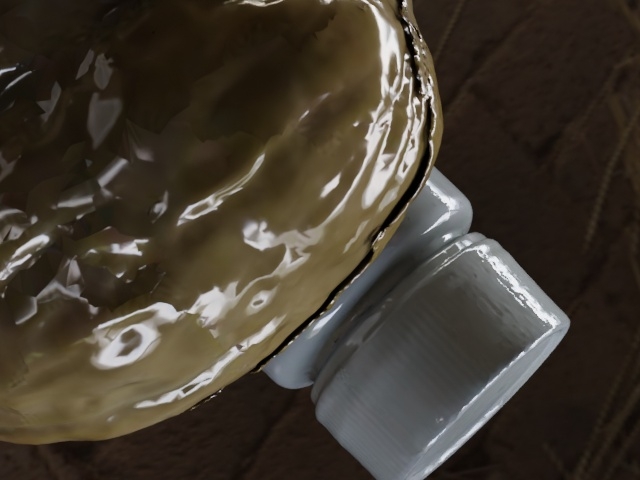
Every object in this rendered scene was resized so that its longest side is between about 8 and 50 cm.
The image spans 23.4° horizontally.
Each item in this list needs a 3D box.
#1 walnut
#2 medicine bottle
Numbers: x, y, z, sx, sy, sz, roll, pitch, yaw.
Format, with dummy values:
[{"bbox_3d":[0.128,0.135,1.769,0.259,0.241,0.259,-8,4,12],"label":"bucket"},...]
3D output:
[{"bbox_3d":[-0.068,-0.040,0.577,0.245,0.198,0.198,-38,99,3],"label":"walnut"},{"bbox_3d":[0.000,0.000,1.210,0.211,0.211,0.371,-33,72,-36],"label":"medicine bottle"}]
